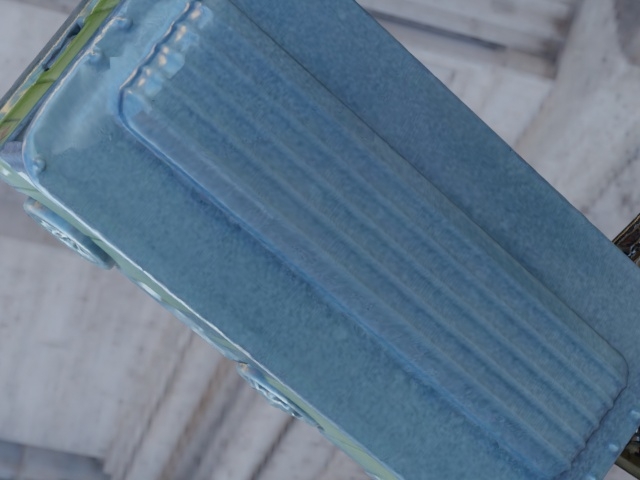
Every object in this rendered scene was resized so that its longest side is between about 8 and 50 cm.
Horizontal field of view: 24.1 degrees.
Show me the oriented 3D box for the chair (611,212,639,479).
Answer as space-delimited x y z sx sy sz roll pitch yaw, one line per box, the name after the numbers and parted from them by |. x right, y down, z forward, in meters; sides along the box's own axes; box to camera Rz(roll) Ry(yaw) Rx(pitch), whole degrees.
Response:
0.211 0.077 0.885 0.188 0.166 0.272 -50 11 30 | chair

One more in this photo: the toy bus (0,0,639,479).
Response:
0.000 0.000 0.722 0.152 0.312 0.190 -53 20 -11 | toy bus
